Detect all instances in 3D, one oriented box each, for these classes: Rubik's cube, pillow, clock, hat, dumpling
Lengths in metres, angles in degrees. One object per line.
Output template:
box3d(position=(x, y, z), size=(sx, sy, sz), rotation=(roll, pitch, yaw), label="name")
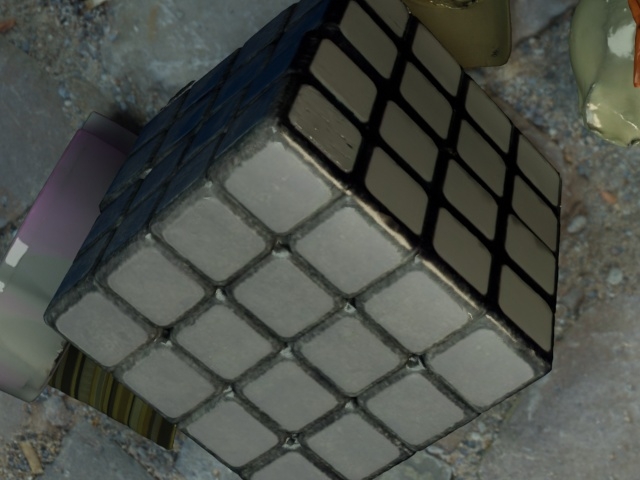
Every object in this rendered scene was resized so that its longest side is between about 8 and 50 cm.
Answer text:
box3d(position=(0.000, 0.000, 1.230), size=(0.344, 0.337, 0.344), rotation=(42, 125, -18), label="Rubik's cube")
box3d(position=(-0.252, 0.135, 1.609), size=(0.212, 0.052, 0.208), rotation=(25, 114, 14), label="pillow")
box3d(position=(-0.299, 0.025, 1.439), size=(0.102, 0.338, 0.338), rotation=(29, 121, -10), label="clock")
box3d(position=(0.133, -0.251, 1.280), size=(0.147, 0.085, 0.175), rotation=(-2, 132, 14), label="hat")
box3d(position=(0.314, -0.188, 1.199), size=(0.155, 0.111, 0.181), rotation=(11, 121, -10), label="dumpling")

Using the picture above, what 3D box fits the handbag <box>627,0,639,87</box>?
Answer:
box3d(position=(0.387, -0.305, 0.986), size=(0.304, 0.116, 0.410), rotation=(0, 99, 11), label="handbag")
